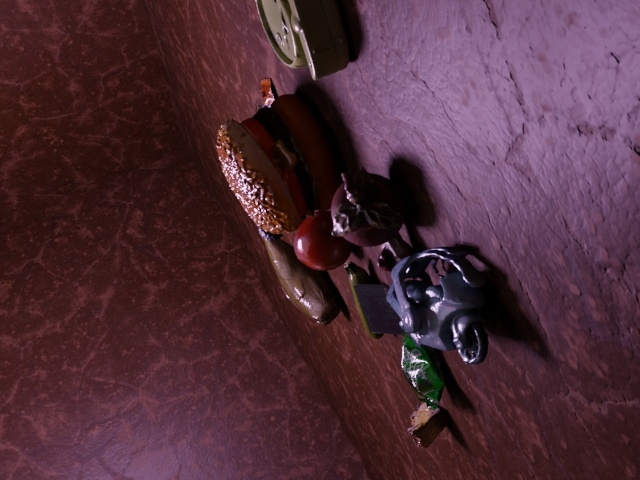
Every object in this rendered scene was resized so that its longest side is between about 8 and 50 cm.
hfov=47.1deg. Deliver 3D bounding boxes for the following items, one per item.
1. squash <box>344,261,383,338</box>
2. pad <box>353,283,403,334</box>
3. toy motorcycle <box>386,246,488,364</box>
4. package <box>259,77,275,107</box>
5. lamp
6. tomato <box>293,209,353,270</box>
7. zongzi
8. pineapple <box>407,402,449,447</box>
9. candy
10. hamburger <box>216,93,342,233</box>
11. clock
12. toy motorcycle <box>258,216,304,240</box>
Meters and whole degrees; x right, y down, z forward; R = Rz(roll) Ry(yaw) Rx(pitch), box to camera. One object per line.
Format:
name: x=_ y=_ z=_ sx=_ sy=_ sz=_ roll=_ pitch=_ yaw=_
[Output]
squash: x=0.125 y=0.157 z=1.987 sx=0.066 sy=0.066 sz=0.252 roll=38 pitch=150 yaw=62
pad: x=0.153 y=0.182 z=1.931 sx=0.112 sy=0.003 sz=0.157 roll=-2 pitch=118 yaw=39
toy motorcycle: x=0.228 y=0.113 z=1.373 sx=0.260 sy=0.154 sz=0.206 roll=-174 pitch=82 yaw=-67
package: x=-0.146 y=-0.402 z=2.071 sx=0.077 sy=0.033 sz=0.110 roll=-123 pitch=16 yaw=-69
lamp: x=0.118 y=-0.048 z=1.510 sx=0.223 sy=0.151 sz=0.215 roll=-1 pitch=-116 yaw=-56
tomato: x=0.000 y=0.000 z=2.007 sx=0.167 sy=0.167 sz=0.167 roll=58 pitch=166 yaw=24
zongzi: x=-0.072 y=0.121 z=2.428 sx=0.274 sy=0.145 sz=0.300 roll=48 pitch=175 yaw=45
pineapple: x=0.283 y=0.466 z=1.918 sx=0.069 sy=0.116 sz=0.137 roll=46 pitch=-144 yaw=-19
candy: x=0.248 y=0.306 z=1.778 sx=0.141 sy=0.078 sz=0.203 roll=-28 pitch=76 yaw=66
hamburger: x=-0.108 y=-0.183 z=1.854 sx=0.330 sy=0.250 sz=0.330 roll=59 pitch=167 yaw=24
clock: x=-0.054 y=-0.455 z=1.479 sx=0.308 sy=0.096 sz=0.235 roll=41 pitch=154 yaw=62
toy motorcycle: x=-0.145 y=-0.110 z=2.429 sx=0.106 sy=0.159 sz=0.270 roll=96 pitch=163 yaw=-49
